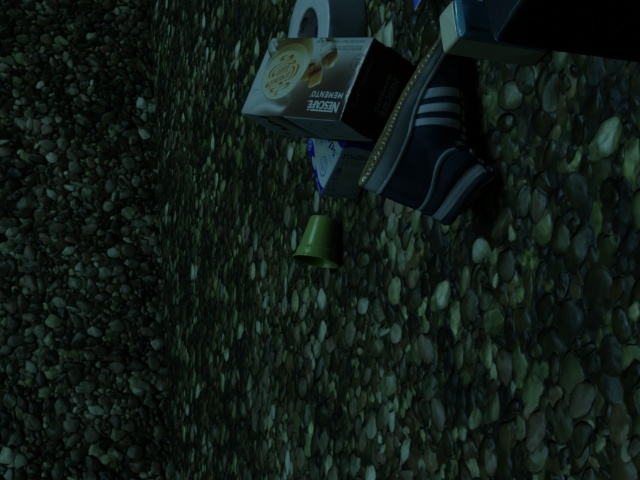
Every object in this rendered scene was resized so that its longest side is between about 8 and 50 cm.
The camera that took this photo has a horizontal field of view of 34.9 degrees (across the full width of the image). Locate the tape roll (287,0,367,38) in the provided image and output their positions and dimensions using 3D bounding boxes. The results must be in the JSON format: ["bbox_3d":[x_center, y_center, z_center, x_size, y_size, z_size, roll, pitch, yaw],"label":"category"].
[{"bbox_3d":[0.007,-0.351,1.802,0.219,0.072,0.219,-176,90,-70],"label":"tape roll"}]

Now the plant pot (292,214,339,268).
[{"bbox_3d":[0.000,0.000,1.767,0.083,0.083,0.079,159,126,-68],"label":"plant pot"}]

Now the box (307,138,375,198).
[{"bbox_3d":[0.039,-0.159,1.682,0.137,0.072,0.126,117,149,-45],"label":"box"}]

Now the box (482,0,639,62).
[{"bbox_3d":[0.268,-0.408,0.921,0.293,0.212,0.395,123,144,-53],"label":"box"}]

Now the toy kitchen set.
[{"bbox_3d":[0.219,-0.335,1.164,0.166,0.122,0.207,134,136,-60],"label":"toy kitchen set"}]

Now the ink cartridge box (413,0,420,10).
[{"bbox_3d":[0.151,-0.469,1.437,0.206,0.045,0.208,119,156,-49],"label":"ink cartridge box"}]

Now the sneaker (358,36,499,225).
[{"bbox_3d":[0.167,-0.140,1.334,0.282,0.153,0.099,-63,3,-34],"label":"sneaker"}]

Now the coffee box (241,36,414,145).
[{"bbox_3d":[0.007,-0.234,1.584,0.247,0.098,0.141,14,80,49],"label":"coffee box"}]
